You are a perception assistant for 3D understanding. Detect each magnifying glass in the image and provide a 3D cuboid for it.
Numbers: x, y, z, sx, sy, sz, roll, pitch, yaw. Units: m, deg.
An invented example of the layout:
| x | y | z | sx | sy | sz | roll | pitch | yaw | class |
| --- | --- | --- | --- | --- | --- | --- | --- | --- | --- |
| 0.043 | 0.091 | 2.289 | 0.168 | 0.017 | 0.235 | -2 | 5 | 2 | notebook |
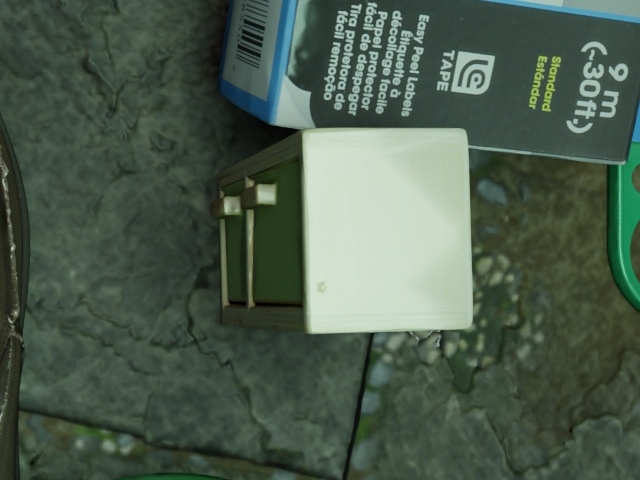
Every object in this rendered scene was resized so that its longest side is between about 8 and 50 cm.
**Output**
| x | y | z | sx | sy | sz | roll | pitch | yaw | class |
| --- | --- | --- | --- | --- | --- | --- | --- | --- | --- |
| 0.216 | -0.050 | 1.066 | 0.092 | 0.026 | 0.231 | -26 | 95 | -12 | magnifying glass |

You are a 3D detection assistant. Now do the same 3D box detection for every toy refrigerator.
| x | y | z | sx | sy | sz | roll | pitch | yaw | class |
| --- | --- | --- | --- | --- | --- | --- | --- | --- | --- |
| 0.000 | 0.000 | 0.887 | 0.094 | 0.269 | 0.102 | -1 | 89 | -12 | toy refrigerator |

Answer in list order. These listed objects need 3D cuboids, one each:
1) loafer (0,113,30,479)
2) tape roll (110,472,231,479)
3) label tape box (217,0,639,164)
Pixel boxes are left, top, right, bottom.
| x | y | z | sx | sy | sz | roll | pitch | yaw | class |
| --- | --- | --- | --- | --- | --- | --- | --- | --- | --- |
| -0.225 | 0.049 | 0.905 | 0.134 | 0.130 | 0.365 | -8 | 90 | -13 | loafer |
| -0.094 | 0.297 | 0.896 | 0.321 | 0.077 | 0.321 | -8 | 105 | -29 | tape roll |
| 0.132 | -0.180 | 0.937 | 0.348 | 0.115 | 0.249 | 5 | 102 | -20 | label tape box |
